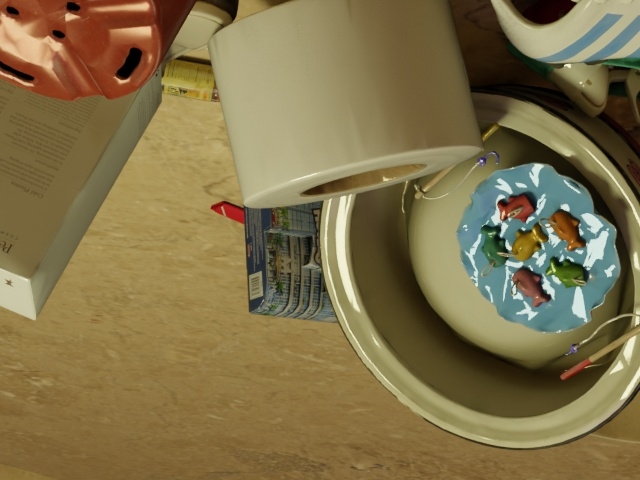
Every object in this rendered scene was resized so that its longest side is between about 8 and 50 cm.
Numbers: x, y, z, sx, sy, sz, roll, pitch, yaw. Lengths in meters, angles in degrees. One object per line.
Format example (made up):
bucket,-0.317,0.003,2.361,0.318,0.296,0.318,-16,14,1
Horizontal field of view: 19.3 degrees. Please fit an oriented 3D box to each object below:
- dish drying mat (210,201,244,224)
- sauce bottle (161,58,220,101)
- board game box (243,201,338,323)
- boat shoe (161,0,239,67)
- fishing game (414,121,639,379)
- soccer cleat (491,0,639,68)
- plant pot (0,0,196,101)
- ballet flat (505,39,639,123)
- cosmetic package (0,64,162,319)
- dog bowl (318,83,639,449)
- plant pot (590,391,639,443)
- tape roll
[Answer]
dish drying mat,-0.102,-0.031,2.464,0.083,0.008,0.032,24,151,-33
sauce bottle,-0.171,-0.183,2.093,0.128,0.042,0.042,9,157,-2
board game box,0.000,0.000,2.329,0.194,0.194,0.060,7,163,-37
boat shoe,-0.196,-0.232,1.952,0.112,0.095,0.335,21,159,-36
fishing game,0.218,0.013,1.917,0.189,0.041,0.264,-37,87,40
soccer cleat,0.311,-0.228,1.737,0.331,0.116,0.143,-6,154,29
plant pot,-0.181,-0.273,1.525,0.272,0.265,0.272,12,145,9
ballet flat,0.311,-0.165,1.922,0.247,0.087,0.083,7,157,2
cosmetic package,-0.386,-0.122,1.868,0.377,0.284,0.097,23,150,9
dog bowl,0.207,0.012,2.041,0.408,0.407,0.150,-9,-167,34
plant pot,0.426,0.131,2.440,0.284,0.190,0.284,7,156,3
tape roll,0.024,-0.140,1.856,0.246,0.169,0.246,-12,175,-1
